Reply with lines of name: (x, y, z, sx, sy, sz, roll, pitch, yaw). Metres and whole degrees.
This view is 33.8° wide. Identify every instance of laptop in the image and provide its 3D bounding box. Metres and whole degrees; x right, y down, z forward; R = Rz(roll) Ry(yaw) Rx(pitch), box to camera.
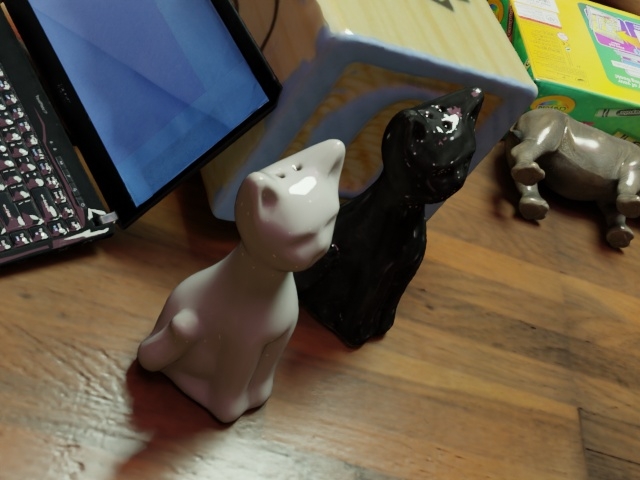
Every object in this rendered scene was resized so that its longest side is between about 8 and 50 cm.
laptop: (-0.204, -0.121, 0.707, 0.264, 0.137, 0.234, -18, 67, -33)

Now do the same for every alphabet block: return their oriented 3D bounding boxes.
alphabet block: (0.014, -0.137, 0.817, 0.193, 0.192, 0.197, 10, 45, -36)

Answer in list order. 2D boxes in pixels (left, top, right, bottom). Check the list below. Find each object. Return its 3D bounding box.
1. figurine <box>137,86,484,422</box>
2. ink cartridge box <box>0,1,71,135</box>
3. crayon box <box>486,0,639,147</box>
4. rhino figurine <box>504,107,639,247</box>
figurine: (0.000, 0.000, 0.682, 0.214, 0.209, 0.092, -26, 65, -41)
ink cartridge box: (-0.172, -0.165, 0.868, 0.145, 0.045, 0.179, 44, 47, 14)
crayon box: (0.302, -0.161, 1.086, 0.278, 0.081, 0.165, 11, 46, -19)
rhino figurine: (0.276, -0.054, 0.980, 0.243, 0.073, 0.106, 18, 47, -15)
